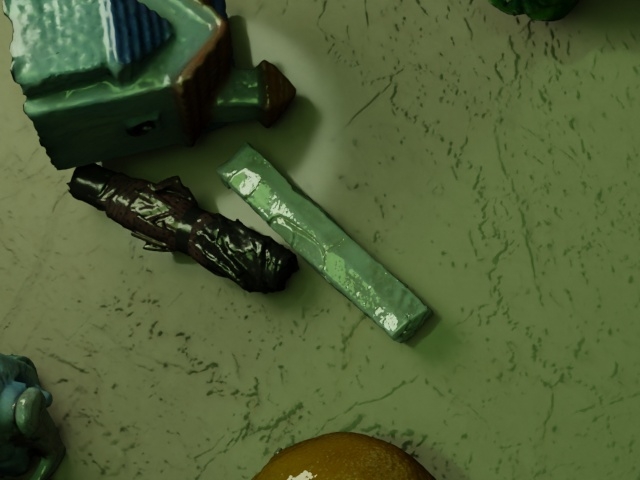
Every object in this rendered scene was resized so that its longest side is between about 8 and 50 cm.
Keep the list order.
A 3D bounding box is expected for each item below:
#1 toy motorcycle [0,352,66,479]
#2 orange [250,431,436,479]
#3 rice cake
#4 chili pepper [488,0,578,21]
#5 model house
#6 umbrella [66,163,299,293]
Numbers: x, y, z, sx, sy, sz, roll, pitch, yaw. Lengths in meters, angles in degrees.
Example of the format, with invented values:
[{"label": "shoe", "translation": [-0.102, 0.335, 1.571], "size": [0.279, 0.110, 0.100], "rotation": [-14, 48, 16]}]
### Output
[{"label": "toy motorcycle", "translation": [-0.416, 0.234, 1.552], "size": [0.182, 0.319, 0.241], "rotation": [-22, 68, 8]}, {"label": "orange", "translation": [0.027, 0.341, 1.455], "size": [0.264, 0.264, 0.264], "rotation": [-3, 80, 15]}, {"label": "rice cake", "translation": [0.000, 0.000, 1.609], "size": [0.336, 0.063, 0.066], "rotation": [42, 85, 19]}, {"label": "chili pepper", "translation": [0.282, -0.443, 1.557], "size": [0.213, 0.167, 0.385], "rotation": [20, 74, 2]}, {"label": "model house", "translation": [-0.198, -0.242, 1.594], "size": [0.329, 0.295, 0.252], "rotation": [-5, 74, -3]}, {"label": "umbrella", "translation": [-0.181, -0.018, 1.647], "size": [0.326, 0.094, 0.090], "rotation": [24, 61, 17]}]
